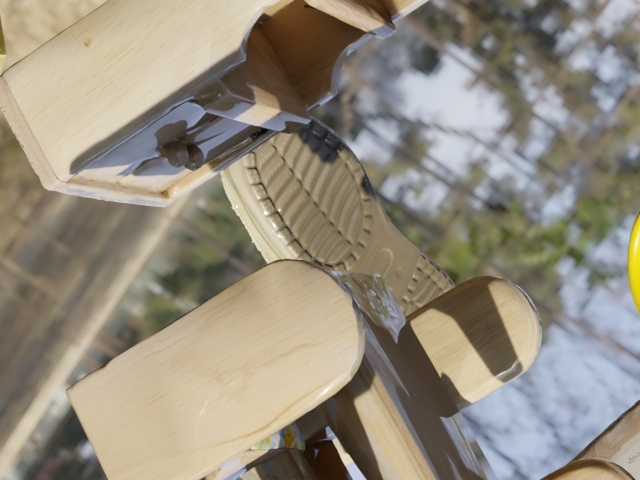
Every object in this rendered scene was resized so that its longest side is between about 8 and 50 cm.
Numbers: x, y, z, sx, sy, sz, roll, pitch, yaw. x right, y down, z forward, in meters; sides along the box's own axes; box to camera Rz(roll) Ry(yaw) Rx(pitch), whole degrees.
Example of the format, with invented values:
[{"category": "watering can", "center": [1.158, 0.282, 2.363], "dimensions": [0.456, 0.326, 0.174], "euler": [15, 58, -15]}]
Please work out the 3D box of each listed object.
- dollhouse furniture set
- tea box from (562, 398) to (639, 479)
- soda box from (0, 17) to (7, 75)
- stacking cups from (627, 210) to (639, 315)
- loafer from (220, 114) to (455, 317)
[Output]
[{"category": "dollhouse furniture set", "center": [0.048, 0.022, 1.034], "dimensions": [0.256, 0.394, 0.362], "euler": [-33, 167, 16]}, {"category": "tea box", "center": [0.413, 0.218, 1.631], "dimensions": [0.329, 0.220, 0.323], "euler": [-41, 146, -1]}, {"category": "soda box", "center": [-0.229, -0.164, 1.148], "dimensions": [0.058, 0.061, 0.181], "euler": [119, -37, -53]}, {"category": "stacking cups", "center": [0.355, 0.009, 1.249], "dimensions": [0.096, 0.316, 0.096], "euler": [177, -90, -67]}, {"category": "loafer", "center": [0.000, 0.000, 1.481], "dimensions": [0.092, 0.268, 0.102], "euler": [5, -126, 47]}]
